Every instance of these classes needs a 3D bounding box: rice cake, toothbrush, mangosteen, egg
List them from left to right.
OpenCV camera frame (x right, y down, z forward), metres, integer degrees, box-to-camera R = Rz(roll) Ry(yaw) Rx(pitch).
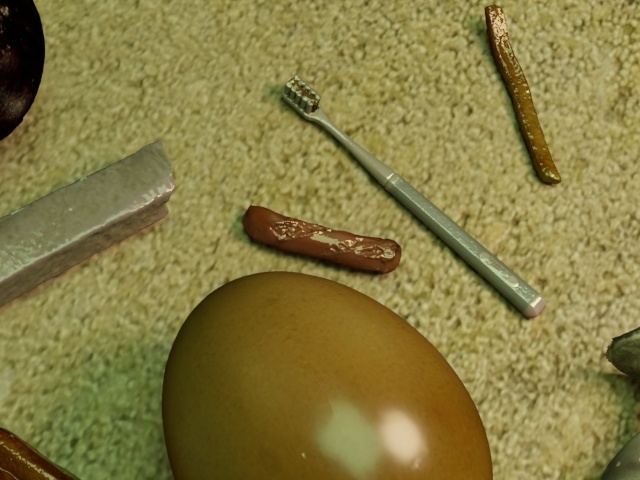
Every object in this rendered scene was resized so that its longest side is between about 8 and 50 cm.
[{"bbox_3d":[-0.380,-0.172,1.467,0.250,0.211,0.211,-10,62,20],"label":"mangosteen"},{"bbox_3d":[-0.286,0.018,1.452,0.365,0.056,0.073,-32,67,-22],"label":"rice cake"},{"bbox_3d":[0.000,0.167,1.321,0.250,0.250,0.322,-25,62,-20],"label":"egg"},{"bbox_3d":[0.089,-0.045,1.564,0.342,0.030,0.025,43,69,10],"label":"toothbrush"}]

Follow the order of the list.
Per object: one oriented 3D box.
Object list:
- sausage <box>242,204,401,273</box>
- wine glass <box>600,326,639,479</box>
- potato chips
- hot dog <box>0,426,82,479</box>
[{"bbox_3d":[0.000,0.000,1.525,0.158,0.042,0.036,15,100,0],"label":"sausage"},{"bbox_3d":[0.309,0.206,1.426,0.126,0.126,0.241,12,63,-4],"label":"wine glass"},{"bbox_3d":[0.207,-0.147,1.636,0.026,0.037,0.204,-14,72,-5],"label":"potato chips"},{"bbox_3d":[-0.245,0.221,1.366,0.165,0.045,0.071,33,65,7],"label":"hot dog"}]
